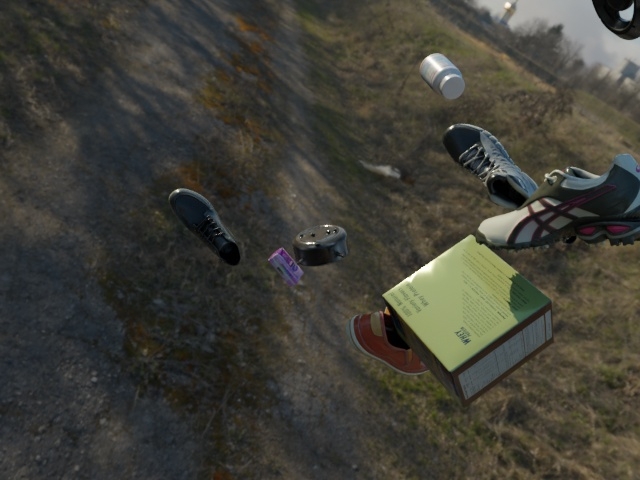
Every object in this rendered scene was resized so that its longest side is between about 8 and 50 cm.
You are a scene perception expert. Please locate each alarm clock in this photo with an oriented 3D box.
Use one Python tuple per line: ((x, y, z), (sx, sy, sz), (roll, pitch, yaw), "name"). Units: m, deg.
((0.000, 0.000, 1.301), (0.129, 0.064, 0.192), (-10, 19, 4), "alarm clock")

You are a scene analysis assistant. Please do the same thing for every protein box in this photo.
((0.256, 0.137, 0.970), (0.200, 0.201, 0.136), (49, -10, 45), "protein box")

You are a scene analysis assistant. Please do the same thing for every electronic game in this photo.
((0.673, -0.562, 1.243), (0.229, 0.048, 0.229), (-22, 90, -83), "electronic game")

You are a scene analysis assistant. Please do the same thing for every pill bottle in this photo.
((0.346, -0.461, 1.567), (0.087, 0.087, 0.160), (19, 31, -26), "pill bottle")

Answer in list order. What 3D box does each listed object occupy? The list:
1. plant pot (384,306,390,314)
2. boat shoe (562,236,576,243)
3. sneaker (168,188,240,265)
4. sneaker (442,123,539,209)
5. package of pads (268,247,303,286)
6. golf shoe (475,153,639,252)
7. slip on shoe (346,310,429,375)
((0.323, 0.260, 1.873), (0.188, 0.205, 0.205), (24, 26, -6), "plant pot")
((0.576, -0.031, 1.324), (0.133, 0.049, 0.042), (32, 11, -44), "boat shoe")
((-0.271, -0.034, 1.345), (0.222, 0.083, 0.118), (47, -5, -27), "sneaker")
((0.313, -0.138, 1.036), (0.229, 0.086, 0.132), (43, 25, 12), "sneaker")
((-0.076, 0.059, 1.250), (0.083, 0.032, 0.050), (51, 22, -8), "package of pads")
((0.352, -0.048, 0.829), (0.105, 0.273, 0.120), (-18, 96, -40), "golf shoe")
((0.198, 0.245, 1.328), (0.331, 0.101, 0.123), (29, 45, -42), "slip on shoe")
